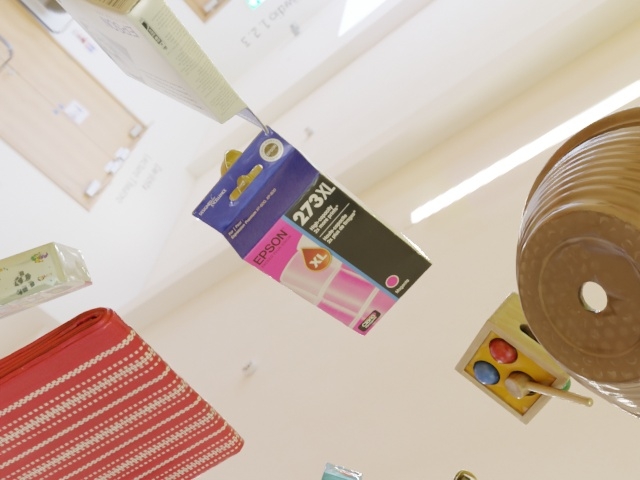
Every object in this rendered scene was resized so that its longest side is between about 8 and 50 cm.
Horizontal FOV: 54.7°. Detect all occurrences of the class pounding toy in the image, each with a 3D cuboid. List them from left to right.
[{"bbox_3d":[0.251,0.154,0.748,0.100,0.141,0.130,-35,154,-39],"label":"pounding toy"}]

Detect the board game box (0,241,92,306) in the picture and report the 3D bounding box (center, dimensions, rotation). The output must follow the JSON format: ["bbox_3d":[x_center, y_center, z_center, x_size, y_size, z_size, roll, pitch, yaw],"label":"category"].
[{"bbox_3d":[-0.673,0.105,1.320,0.303,0.097,0.224,-20,176,-8],"label":"board game box"}]

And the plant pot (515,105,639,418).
[{"bbox_3d":[0.216,0.027,0.425,0.110,0.237,0.237,-12,-173,-32],"label":"plant pot"}]

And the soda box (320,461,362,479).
[{"bbox_3d":[0.012,0.506,1.077,0.067,0.071,0.210,47,59,-83],"label":"soda box"}]

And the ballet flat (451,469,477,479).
[{"bbox_3d":[0.257,0.475,1.128,0.086,0.086,0.248,-41,167,8],"label":"ballet flat"}]

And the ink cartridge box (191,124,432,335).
[{"bbox_3d":[0.000,0.000,0.968,0.175,0.371,0.069,-48,-148,9],"label":"ink cartridge box"}]

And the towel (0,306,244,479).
[{"bbox_3d":[-0.215,0.186,0.604,0.199,0.274,0.031,-29,-136,-1],"label":"towel"}]

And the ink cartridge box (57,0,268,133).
[{"bbox_3d":[-0.190,-0.210,0.711,0.223,0.224,0.045,32,-100,40],"label":"ink cartridge box"}]

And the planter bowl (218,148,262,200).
[{"bbox_3d":[-0.179,-0.102,1.452,0.090,0.217,0.217,-36,-154,20],"label":"planter bowl"}]
